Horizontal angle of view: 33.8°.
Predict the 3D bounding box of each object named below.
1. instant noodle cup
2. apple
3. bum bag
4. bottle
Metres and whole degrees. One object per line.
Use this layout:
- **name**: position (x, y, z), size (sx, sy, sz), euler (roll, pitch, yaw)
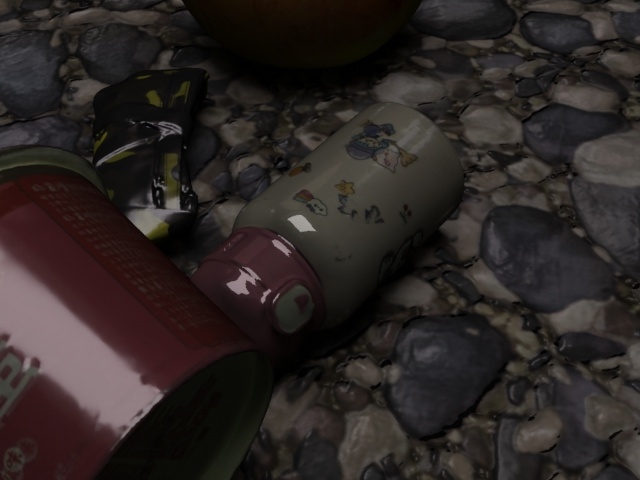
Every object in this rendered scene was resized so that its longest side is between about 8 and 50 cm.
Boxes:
- **instant noodle cup**: position (-0.150, 0.086, 0.607), size (0.178, 0.235, 0.235), euler (34, 54, 22)
- **apple**: position (-0.025, -0.275, 0.992), size (0.260, 0.194, 0.261), euler (-1, 46, 1)
- **bum bag**: position (-0.147, -0.073, 0.881), size (0.106, 0.060, 0.232), euler (-8, 41, 7)
- **bottle**: position (0.000, 0.000, 0.760), size (0.110, 0.110, 0.233), euler (27, 50, 28)
